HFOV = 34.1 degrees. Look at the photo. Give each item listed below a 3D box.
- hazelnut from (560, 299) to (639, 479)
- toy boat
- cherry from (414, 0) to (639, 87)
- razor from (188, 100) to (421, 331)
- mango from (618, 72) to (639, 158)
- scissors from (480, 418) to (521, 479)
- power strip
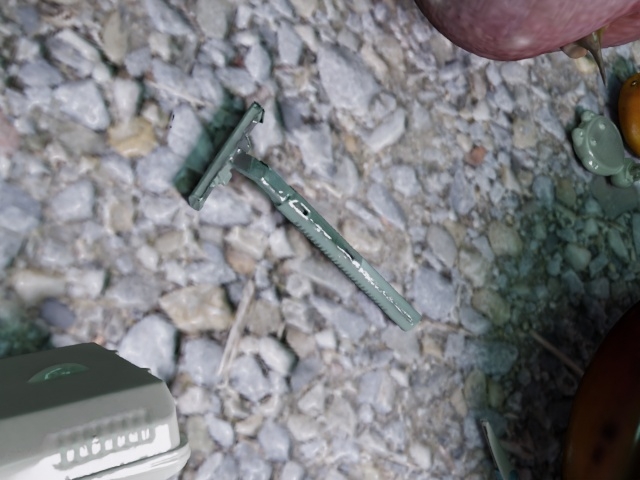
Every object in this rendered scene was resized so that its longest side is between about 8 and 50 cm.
[{"bbox_3d":[0.408,0.198,0.815,0.429,0.402,0.402,6,84,-46],"label":"hazelnut"},{"bbox_3d":[-0.206,0.139,0.538,0.269,0.140,0.141,-27,102,-31],"label":"toy boat"},{"bbox_3d":[0.170,-0.260,0.774,0.261,0.221,0.308,-15,78,-37],"label":"cherry"},{"bbox_3d":[0.005,0.000,0.747,0.211,0.036,0.084,41,68,-25],"label":"razor"},{"bbox_3d":[0.302,-0.111,0.956,0.060,0.046,0.089,-31,109,-33],"label":"mango"},{"bbox_3d":[0.155,0.196,0.853,0.058,0.014,0.119,-38,112,-32],"label":"scissors"},{"bbox_3d":[0.260,-0.080,0.932,0.083,0.035,0.055,43,65,-23],"label":"power strip"}]
